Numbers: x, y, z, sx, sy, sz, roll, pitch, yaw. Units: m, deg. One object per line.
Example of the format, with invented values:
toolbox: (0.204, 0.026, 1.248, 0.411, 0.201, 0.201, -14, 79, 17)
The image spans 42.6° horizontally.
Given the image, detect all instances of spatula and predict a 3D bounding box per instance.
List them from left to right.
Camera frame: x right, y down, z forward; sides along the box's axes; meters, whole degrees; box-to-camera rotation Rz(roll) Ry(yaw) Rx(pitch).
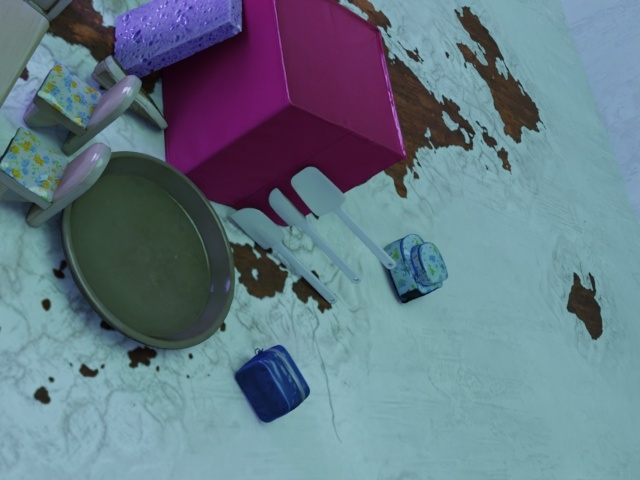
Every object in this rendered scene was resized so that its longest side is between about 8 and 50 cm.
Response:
spatula: (0.000, 0.000, 1.274, 0.242, 0.168, 0.019, 45, 25, -29)

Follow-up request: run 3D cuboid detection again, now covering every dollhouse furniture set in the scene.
dollhouse furniture set: (-0.355, -0.294, 0.952, 0.362, 0.256, 0.394, 38, 42, -29)

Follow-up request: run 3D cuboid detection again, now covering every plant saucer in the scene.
plant saucer: (-0.226, 0.014, 1.086, 0.278, 0.041, 0.277, 30, 47, -38)

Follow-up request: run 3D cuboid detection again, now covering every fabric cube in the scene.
fabric cube: (-0.061, -0.209, 1.255, 0.259, 0.258, 0.254, 19, 53, -43)

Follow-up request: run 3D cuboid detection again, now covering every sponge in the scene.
sponge: (-0.208, -0.311, 1.184, 0.031, 0.210, 0.117, 40, 40, -50)

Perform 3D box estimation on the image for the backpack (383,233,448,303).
backpack: (0.178, 0.045, 1.528, 0.105, 0.084, 0.114, -11, 74, -55)

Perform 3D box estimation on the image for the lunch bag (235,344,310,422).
lunch bag: (-0.066, 0.194, 1.146, 0.065, 0.067, 0.098, -29, 90, -55)

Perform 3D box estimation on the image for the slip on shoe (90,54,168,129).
slip on shoe: (-0.273, -0.204, 1.181, 0.135, 0.041, 0.051, 50, 5, -44)

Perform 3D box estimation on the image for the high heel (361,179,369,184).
high heel: (0.065, -0.165, 1.438, 0.093, 0.186, 0.261, 48, 38, -19)
